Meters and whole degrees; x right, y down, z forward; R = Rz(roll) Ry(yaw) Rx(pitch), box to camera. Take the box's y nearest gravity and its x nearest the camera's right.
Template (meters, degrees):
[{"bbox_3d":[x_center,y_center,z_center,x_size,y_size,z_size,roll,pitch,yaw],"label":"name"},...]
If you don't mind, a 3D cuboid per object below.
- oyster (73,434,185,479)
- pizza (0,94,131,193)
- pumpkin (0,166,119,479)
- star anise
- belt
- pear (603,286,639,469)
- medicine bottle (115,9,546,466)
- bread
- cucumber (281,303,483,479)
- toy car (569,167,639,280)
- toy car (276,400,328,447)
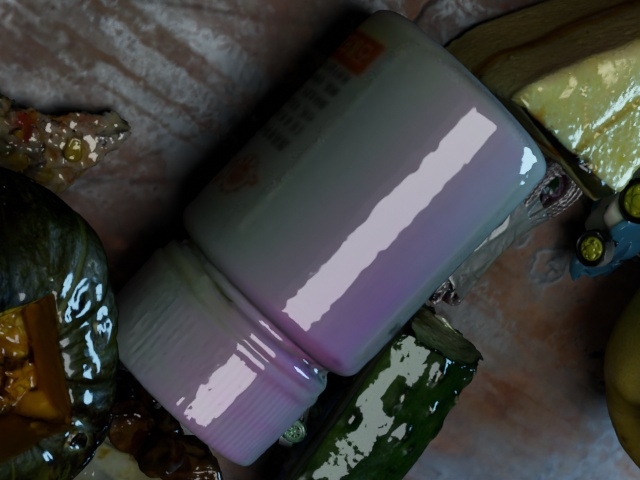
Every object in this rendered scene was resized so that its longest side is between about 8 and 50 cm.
[{"bbox_3d":[-0.217,0.249,1.697,0.204,0.111,0.396,-34,124,-28],"label":"oyster"},{"bbox_3d":[-0.252,-0.065,1.542,0.195,0.052,0.185,-21,125,-16],"label":"pizza"},{"bbox_3d":[-0.305,0.091,1.431,0.320,0.192,0.320,-12,112,-32],"label":"pumpkin"},{"bbox_3d":[-0.150,0.174,1.594,0.057,0.168,0.168,-40,125,10],"label":"star anise"},{"bbox_3d":[0.166,-0.010,1.771,0.232,0.053,0.071,-37,125,-6],"label":"belt"},{"bbox_3d":[0.452,0.139,1.838,0.314,0.314,0.314,-11,118,-21],"label":"pear"},{"bbox_3d":[0.000,0.000,1.593,0.388,0.219,0.219,-47,125,1],"label":"medicine bottle"},{"bbox_3d":[0.266,-0.198,1.665,0.264,0.167,0.163,-50,124,0],"label":"bread"},{"bbox_3d":[0.034,0.220,1.771,0.105,0.145,0.325,37,99,-2],"label":"cucumber"},{"bbox_3d":[0.312,-0.037,1.823,0.126,0.098,0.161,-5,149,-49],"label":"toy car"},{"bbox_3d":[-0.016,0.135,1.749,0.055,0.069,0.142,19,109,9],"label":"toy car"}]
